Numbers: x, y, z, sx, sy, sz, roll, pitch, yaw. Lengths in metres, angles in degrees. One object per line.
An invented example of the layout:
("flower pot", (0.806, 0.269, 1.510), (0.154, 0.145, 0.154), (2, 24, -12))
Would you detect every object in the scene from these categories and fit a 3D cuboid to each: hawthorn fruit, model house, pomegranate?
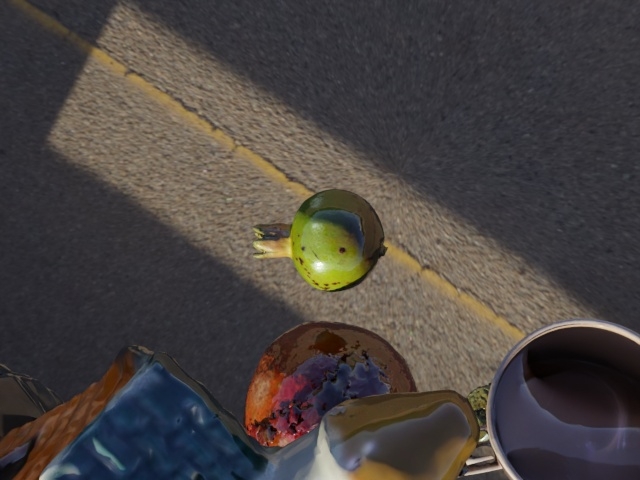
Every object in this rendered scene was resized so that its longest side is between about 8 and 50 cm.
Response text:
("hawthorn fruit", (0.017, 0.262, 1.327), (0.315, 0.316, 0.316), (0, 94, 5))
("model house", (-0.049, 0.137, 0.433), (0.300, 0.190, 0.271), (-34, 106, 19))
("pomegranate", (0.000, 0.000, 1.286), (0.204, 0.159, 0.159), (2, 95, -1))

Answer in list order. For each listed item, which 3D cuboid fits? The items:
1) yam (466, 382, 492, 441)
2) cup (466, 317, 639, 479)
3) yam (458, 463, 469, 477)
("yam", (0.324, 0.286, 1.436), (0.183, 0.107, 0.107), (-1, 96, -35))
("cup", (0.248, 0.211, 0.913), (0.252, 0.200, 0.192), (-16, 67, 5))
("yam", (0.029, 0.236, 0.870), (0.263, 0.046, 0.046), (-18, 93, 32))
